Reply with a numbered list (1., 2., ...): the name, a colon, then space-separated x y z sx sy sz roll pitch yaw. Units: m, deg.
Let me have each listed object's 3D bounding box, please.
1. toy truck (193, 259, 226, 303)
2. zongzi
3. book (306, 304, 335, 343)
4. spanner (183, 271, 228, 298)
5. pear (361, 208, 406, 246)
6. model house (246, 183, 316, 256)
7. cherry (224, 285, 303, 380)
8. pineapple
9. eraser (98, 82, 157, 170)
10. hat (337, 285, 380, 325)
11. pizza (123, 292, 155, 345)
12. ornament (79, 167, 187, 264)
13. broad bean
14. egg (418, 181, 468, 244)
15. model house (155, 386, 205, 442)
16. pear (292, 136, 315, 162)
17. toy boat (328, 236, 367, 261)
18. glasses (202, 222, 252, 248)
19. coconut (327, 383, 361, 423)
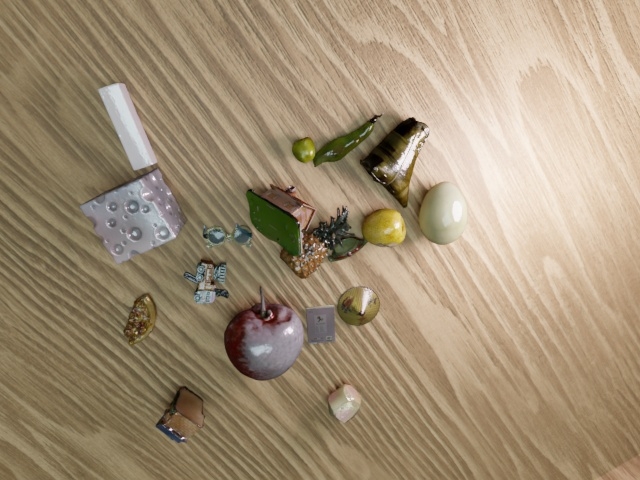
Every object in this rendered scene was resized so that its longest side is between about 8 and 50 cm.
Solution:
1. toy truck: -0.454 0.171 1.846 0.115 0.080 0.177 8 98 -16
2. zongzi: 0.340 -0.297 1.765 0.286 0.134 0.288 -44 120 4
3. book: 0.002 0.373 1.999 0.127 0.014 0.181 -5 109 -4
4. spanner: -0.477 0.189 1.892 0.209 0.012 0.046 31 102 -14
5. pear: 0.253 -0.045 1.813 0.178 0.178 0.177 -2 108 -5
6. model house: -0.131 -0.098 1.734 0.154 0.294 0.207 -37 143 -30
7. cherry: -0.220 0.417 1.865 0.327 0.291 0.334 -31 127 -6
8. pineapple: 0.000 0.000 1.817 0.340 0.169 0.169 -43 107 0
9. eraser: -0.695 -0.411 1.639 0.076 0.078 0.298 -17 109 0
10. hat: 0.173 0.301 1.958 0.193 0.082 0.192 -2 107 -6
11. pizza: -0.756 0.338 1.888 0.127 0.058 0.246 31 100 -14
12. ornament: -0.672 -0.096 1.660 0.240 0.239 0.239 -24 109 1
13. broad bean: 0.106 -0.382 1.741 0.325 0.067 0.075 -36 138 4
14. egg: 0.489 -0.108 1.799 0.189 0.188 0.253 -2 102 -5
15. model house: -0.621 0.776 1.979 0.166 0.183 0.172 42 99 -16
16. pear: -0.059 -0.346 1.724 0.092 0.092 0.097 32 86 -15
17. toy boat: 0.110 0.032 1.871 0.185 0.071 0.089 -28 66 4
18. glasses: -0.364 -0.045 1.742 0.190 0.220 0.088 -1 69 -4
19. coconut: 0.104 0.752 2.070 0.153 0.147 0.147 -42 107 6
